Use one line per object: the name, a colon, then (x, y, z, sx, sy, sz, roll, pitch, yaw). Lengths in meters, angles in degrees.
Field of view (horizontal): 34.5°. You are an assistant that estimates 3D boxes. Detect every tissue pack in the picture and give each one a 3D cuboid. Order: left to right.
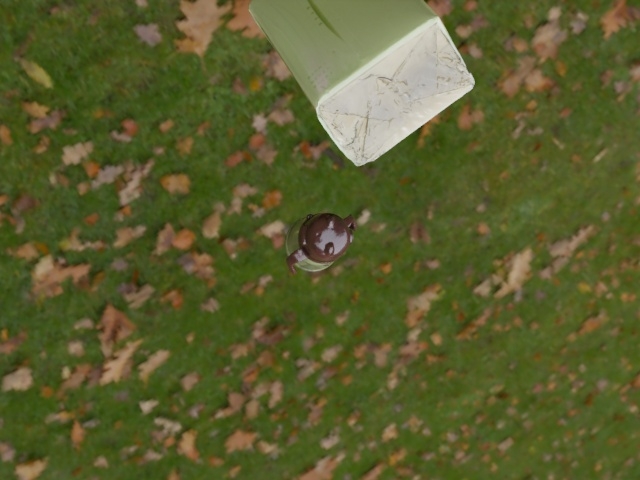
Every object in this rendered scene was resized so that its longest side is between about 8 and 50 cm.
tissue pack: (0.038, -0.219, 1.141, 0.159, 0.234, 0.125, -34, 135, 5)

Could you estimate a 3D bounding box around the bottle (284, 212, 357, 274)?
bottle: (-0.001, 0.002, 0.825, 0.063, 0.047, 0.101, -62, -173, -8)
